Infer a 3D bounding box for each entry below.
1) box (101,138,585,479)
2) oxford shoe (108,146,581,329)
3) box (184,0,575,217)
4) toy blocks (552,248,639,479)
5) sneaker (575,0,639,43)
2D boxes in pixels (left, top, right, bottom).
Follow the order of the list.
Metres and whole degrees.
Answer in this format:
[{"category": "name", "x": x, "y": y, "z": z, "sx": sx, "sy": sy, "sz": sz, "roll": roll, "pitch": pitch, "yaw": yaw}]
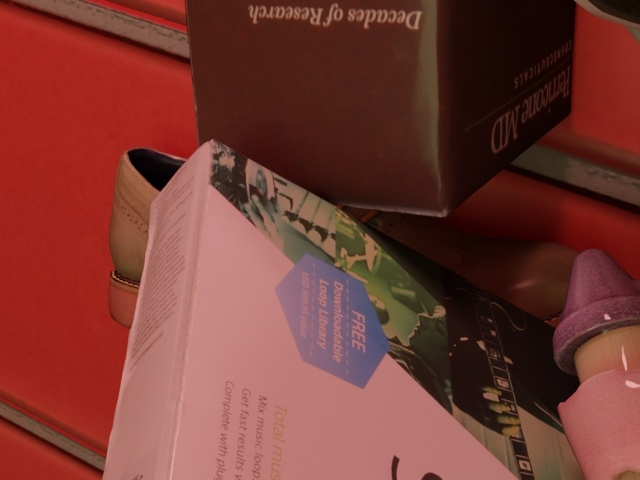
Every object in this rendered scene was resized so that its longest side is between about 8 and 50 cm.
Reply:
[{"category": "box", "x": 0.064, "y": 0.120, "z": 0.418, "sx": 0.322, "sy": 0.232, "sz": 0.058, "roll": 29, "pitch": 131, "yaw": -27}, {"category": "oxford shoe", "x": 0.000, "y": 0.000, "z": 0.615, "sx": 0.348, "sy": 0.123, "sz": 0.130, "roll": 3, "pitch": 105, "yaw": 28}, {"category": "box", "x": 0.034, "y": -0.222, "z": 0.453, "sx": 0.143, "sy": 0.191, "sz": 0.381, "roll": 11, "pitch": 116, "yaw": 27}, {"category": "toy blocks", "x": 0.287, "y": 0.041, "z": 0.430, "sx": 0.289, "sy": 0.309, "sz": 0.260, "roll": -37, "pitch": 46, "yaw": 36}, {"category": "sneaker", "x": 0.151, "y": -0.128, "z": 0.398, "sx": 0.106, "sy": 0.290, "sz": 0.123, "roll": -48, "pitch": 56, "yaw": 22}]
